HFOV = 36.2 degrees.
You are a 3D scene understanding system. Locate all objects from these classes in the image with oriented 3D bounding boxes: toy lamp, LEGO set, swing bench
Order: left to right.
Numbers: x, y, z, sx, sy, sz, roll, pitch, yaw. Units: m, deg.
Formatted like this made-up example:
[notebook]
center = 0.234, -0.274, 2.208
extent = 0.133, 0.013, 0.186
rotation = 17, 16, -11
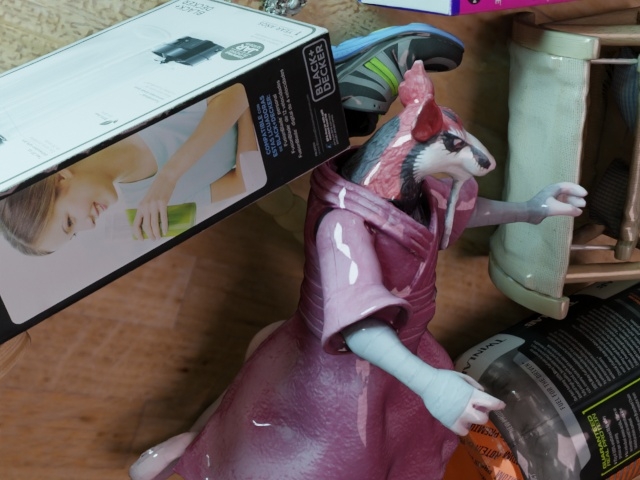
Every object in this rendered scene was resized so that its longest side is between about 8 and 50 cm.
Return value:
[LEGO set]
center = -0.038, -0.183, 0.752
extent = 0.083, 0.023, 0.054
rotation = -40, 128, -21
[toy lamp]
center = 0.000, 0.000, 0.823
extent = 0.080, 0.080, 0.274
rotation = -54, 129, -9
[swing bench]
center = 0.272, -0.088, 0.958
extent = 0.254, 0.165, 0.253
rotation = -10, 114, -31

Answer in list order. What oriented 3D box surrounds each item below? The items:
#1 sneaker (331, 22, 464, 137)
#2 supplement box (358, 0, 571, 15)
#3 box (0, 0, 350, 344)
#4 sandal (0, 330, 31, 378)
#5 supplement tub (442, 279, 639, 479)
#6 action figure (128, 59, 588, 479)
[sneaker]
center = 0.036, -0.125, 0.796
extent = 0.188, 0.067, 0.078
rotation = -22, 92, -26
[supplement box]
center = 0.149, -0.257, 0.820
extent = 0.220, 0.114, 0.111
rotation = -17, 116, -36
[box]
center = -0.146, -0.055, 0.619
extent = 0.290, 0.169, 0.087
rotation = -32, 127, -28
[sandal]
center = -0.279, 0.148, 0.639
extent = 0.240, 0.088, 0.079
rotation = -40, 122, -27
[supplement tub]
center = 0.261, 0.163, 1.008
extent = 0.316, 0.193, 0.194
rotation = -23, 121, -23
[action figure]
center = 0.032, 0.041, 0.739
extent = 0.248, 0.275, 0.370
rotation = -38, 140, -57
